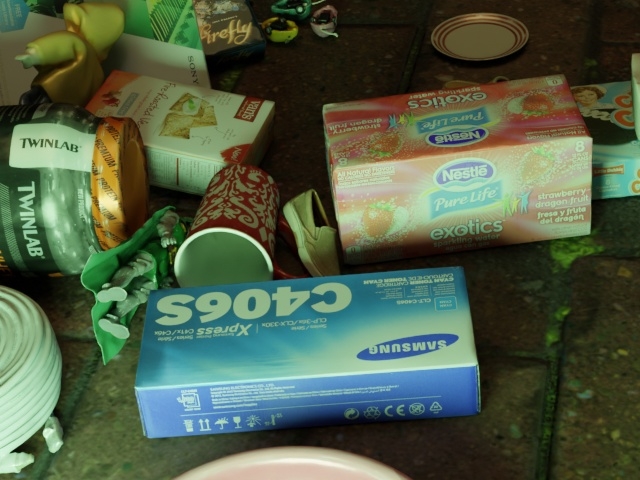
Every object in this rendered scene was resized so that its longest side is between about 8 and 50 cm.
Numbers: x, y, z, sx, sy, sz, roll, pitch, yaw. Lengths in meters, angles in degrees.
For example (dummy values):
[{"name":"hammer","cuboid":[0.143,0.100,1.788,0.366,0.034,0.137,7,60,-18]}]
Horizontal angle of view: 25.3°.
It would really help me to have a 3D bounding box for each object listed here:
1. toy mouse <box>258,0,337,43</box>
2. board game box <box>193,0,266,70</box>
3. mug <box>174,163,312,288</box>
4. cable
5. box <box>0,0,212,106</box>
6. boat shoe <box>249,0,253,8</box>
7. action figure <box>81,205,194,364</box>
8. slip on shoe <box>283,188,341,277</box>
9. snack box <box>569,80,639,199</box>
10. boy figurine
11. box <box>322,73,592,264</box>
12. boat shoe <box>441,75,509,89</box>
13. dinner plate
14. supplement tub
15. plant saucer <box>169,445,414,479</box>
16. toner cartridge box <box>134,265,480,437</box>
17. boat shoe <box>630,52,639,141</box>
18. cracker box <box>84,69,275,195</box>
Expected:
[{"name":"toy mouse","cuboid":[-0.021,-0.336,2.164,0.161,0.031,0.143,18,43,30]},{"name":"board game box","cuboid":[-0.222,-0.316,2.095,0.243,0.042,0.165,-18,69,-15]},{"name":"mug","cuboid":[-0.089,0.003,1.673,0.113,0.150,0.169,-35,23,24]},{"name":"cable","cuboid":[-0.404,0.145,1.515,0.257,0.089,0.257,-10,36,-4]},{"name":"box","cuboid":[-0.329,-0.282,1.997,0.322,0.232,0.058,-12,-8,-8]},{"name":"boat shoe","cuboid":[-0.176,-0.342,2.170,0.066,0.066,0.183,28,51,31]},{"name":"action figure","cuboid":[-0.194,0.027,1.634,0.063,0.137,0.232,10,30,14]},{"name":"slip on shoe","cuboid":[0.000,0.000,1.651,0.041,0.051,0.135,-39,53,21]},{"name":"snack box","cuboid":[0.469,-0.139,1.788,0.322,0.060,0.187,-6,35,1]},{"name":"boy figurine","cuboid":[-0.347,-0.209,1.880,0.092,0.177,0.285,11,66,24]},{"name":"box","cuboid":[0.160,-0.084,1.692,0.300,0.142,0.154,-7,37,0]},{"name":"boat shoe","cuboid":[0.234,-0.186,1.880,0.190,0.072,0.068,26,47,38]},{"name":"dinner plate","cuboid":[0.231,-0.292,2.074,0.141,0.017,0.141,-5,36,4]},{"name":"supplement tub","cuboid":[-0.384,-0.056,1.690,0.338,0.207,0.207,-3,36,6]},{"name":"plant saucer","cuboid":[-0.035,0.318,1.222,0.332,0.084,0.332,-4,37,3]},{"name":"toner cartridge box","cuboid":[-0.013,0.115,1.504,0.348,0.075,0.165,-5,37,3]},{"name":"boat shoe","cuboid":[0.414,-0.175,1.748,0.063,0.066,0.184,-1,27,10]},{"name":"cracker box","cuboid":[-0.191,-0.139,1.863,0.232,0.067,0.156,12,39,9]}]
